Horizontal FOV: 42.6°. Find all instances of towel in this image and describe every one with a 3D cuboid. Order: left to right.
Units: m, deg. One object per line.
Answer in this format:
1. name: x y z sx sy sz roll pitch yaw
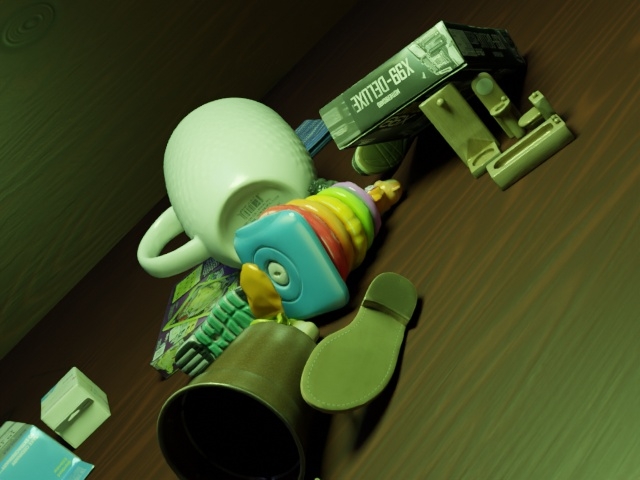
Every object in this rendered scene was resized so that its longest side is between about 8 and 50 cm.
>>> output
1. towel: -0.071 -0.235 2.102 0.243 0.040 0.336 -44 17 -8

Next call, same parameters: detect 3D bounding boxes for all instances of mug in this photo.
1. mug: -0.176 -0.064 1.510 0.374 0.276 0.328 -34 28 0

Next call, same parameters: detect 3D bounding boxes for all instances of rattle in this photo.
1. rattle: -0.105 0.153 1.097 0.199 0.143 0.130 -43 35 -23

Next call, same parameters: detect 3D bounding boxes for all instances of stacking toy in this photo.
1. stacking toy: 0.031 -0.024 1.243 0.302 0.166 0.175 -37 10 -38

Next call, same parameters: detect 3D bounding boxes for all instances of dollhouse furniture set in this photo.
1. dollhouse furniture set: 0.234 -0.163 1.117 0.144 0.123 0.151 -37 18 16

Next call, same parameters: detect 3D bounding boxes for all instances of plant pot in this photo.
1. plant pot: -0.071 0.185 0.924 0.167 0.167 0.165 -33 11 29

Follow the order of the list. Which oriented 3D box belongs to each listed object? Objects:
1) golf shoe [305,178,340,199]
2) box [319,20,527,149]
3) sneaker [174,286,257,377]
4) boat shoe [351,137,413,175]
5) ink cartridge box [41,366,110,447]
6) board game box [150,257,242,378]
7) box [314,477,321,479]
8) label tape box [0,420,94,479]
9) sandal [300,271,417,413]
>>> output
1. golf shoe: 0.000 0.000 1.351 0.077 0.093 0.198 37 103 53
2. box: 0.173 -0.249 1.328 0.242 0.077 0.307 -32 -6 30
3. sneaker: -0.148 0.126 1.343 0.223 0.083 0.098 -38 13 16
4. boat shoe: 0.113 -0.176 1.505 0.073 0.080 0.223 -33 14 45
5. ink cartridge box: -0.465 0.318 1.555 0.092 0.090 0.143 -45 18 -8
6. board game box: -0.219 0.110 1.594 0.208 0.056 0.347 -43 17 13
7. box: -0.052 0.327 0.726 0.225 0.036 0.136 -46 17 -8
8. label tape box: -0.559 0.444 1.437 0.333 0.106 0.241 -15 32 56
9. sandal: 0.044 0.136 0.947 0.240 0.088 0.079 -51 -13 -47
